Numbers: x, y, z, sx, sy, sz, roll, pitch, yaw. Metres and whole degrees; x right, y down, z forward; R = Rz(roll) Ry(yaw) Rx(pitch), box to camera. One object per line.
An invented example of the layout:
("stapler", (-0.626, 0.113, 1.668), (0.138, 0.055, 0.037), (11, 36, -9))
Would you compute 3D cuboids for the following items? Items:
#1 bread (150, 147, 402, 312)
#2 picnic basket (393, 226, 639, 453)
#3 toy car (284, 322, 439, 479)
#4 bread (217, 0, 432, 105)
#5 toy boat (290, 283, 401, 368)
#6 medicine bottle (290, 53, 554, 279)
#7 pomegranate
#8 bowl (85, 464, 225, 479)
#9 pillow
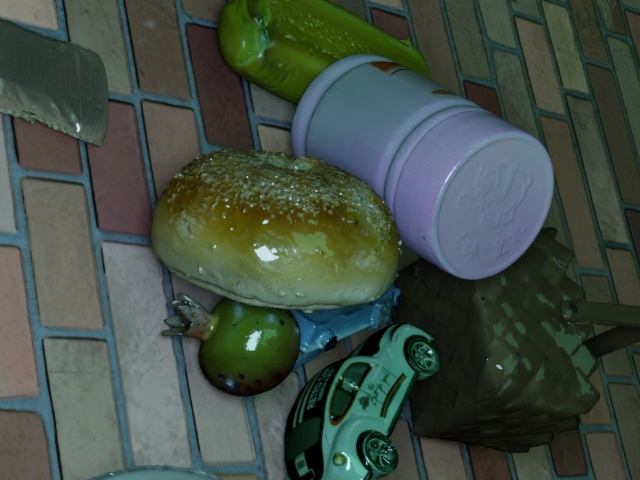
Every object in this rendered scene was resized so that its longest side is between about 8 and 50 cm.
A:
("bread", (-0.049, -0.020, 1.749), (0.306, 0.306, 0.158), (-1, 106, -48))
("picnic basket", (0.276, 0.138, 2.040), (0.321, 0.254, 0.291), (6, 65, -35))
("toy car", (0.039, 0.205, 1.841), (0.125, 0.136, 0.306), (39, 44, -11))
("bread", (0.008, -0.243, 2.061), (0.384, 0.112, 0.166), (20, 58, -42))
("toy boat", (0.023, 0.089, 1.897), (0.109, 0.098, 0.238), (41, 39, 20))
("medicine bottle", (0.125, -0.100, 1.902), (0.202, 0.316, 0.202), (-18, 124, -29))
("pomegranate", (-0.102, 0.121, 1.741), (0.159, 0.129, 0.129), (-2, 70, -28))
("bowl", (-0.165, 0.397, 1.429), (0.157, 0.337, 0.337), (67, 26, -49))
("pillow", (-0.328, -0.189, 1.722), (0.211, 0.034, 0.135), (21, 52, -42))
